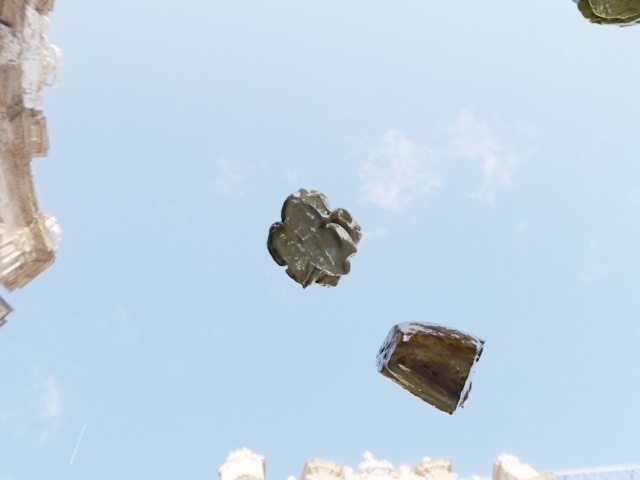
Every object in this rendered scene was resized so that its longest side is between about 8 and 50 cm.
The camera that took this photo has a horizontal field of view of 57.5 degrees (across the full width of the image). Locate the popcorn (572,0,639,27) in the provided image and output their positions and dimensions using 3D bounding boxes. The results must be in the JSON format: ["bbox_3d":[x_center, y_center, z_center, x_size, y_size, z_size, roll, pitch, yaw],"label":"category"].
[{"bbox_3d":[0.401,-0.344,0.789,0.121,0.116,0.106,47,-58,-9],"label":"popcorn"}]

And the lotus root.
[{"bbox_3d":[0.140,0.148,0.723,0.135,0.159,0.096,22,-92,9],"label":"lotus root"}]

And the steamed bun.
[{"bbox_3d":[0.000,0.000,1.112,0.106,0.192,0.178,-23,-34,-42],"label":"steamed bun"}]
